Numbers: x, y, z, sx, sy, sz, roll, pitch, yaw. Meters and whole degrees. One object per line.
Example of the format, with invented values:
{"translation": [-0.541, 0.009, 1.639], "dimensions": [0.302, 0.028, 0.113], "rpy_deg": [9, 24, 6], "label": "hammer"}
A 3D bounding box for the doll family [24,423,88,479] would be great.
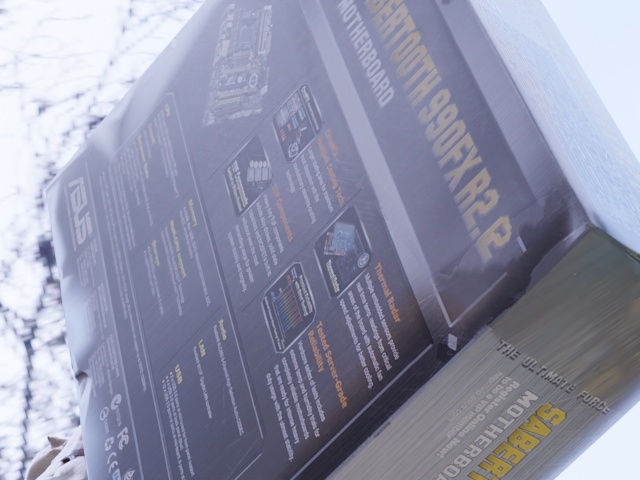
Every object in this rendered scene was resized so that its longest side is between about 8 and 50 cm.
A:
{"translation": [-0.080, 0.129, 0.741], "dimensions": [0.118, 0.163, 0.263], "rpy_deg": [52, -37, 0], "label": "doll family"}

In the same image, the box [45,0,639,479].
{"translation": [0.000, 0.000, 0.534], "dimensions": [0.056, 0.231, 0.183], "rpy_deg": [31, -66, -33], "label": "box"}
